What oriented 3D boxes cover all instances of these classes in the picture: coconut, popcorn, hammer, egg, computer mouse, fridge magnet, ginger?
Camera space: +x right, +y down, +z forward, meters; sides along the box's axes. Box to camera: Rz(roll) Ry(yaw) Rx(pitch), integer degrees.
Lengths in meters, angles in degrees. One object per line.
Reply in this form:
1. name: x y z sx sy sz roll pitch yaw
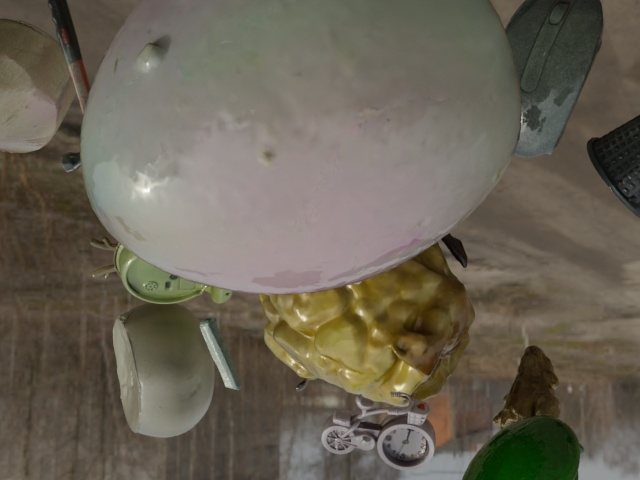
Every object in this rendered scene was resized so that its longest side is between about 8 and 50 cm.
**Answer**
1. coconut: -0.534 -0.252 1.404 0.224 0.234 0.224 14 149 9
2. popcorn: 0.086 0.080 1.287 0.348 0.382 0.349 25 172 4
3. hammer: -0.333 -0.244 1.123 0.111 0.288 0.033 -17 -175 0
4. egg: -0.049 -0.100 0.761 0.339 0.355 0.354 -36 -172 -25
5. computer mouse: 0.470 -0.359 1.745 0.203 0.374 0.114 19 -171 32
6. fridge magnet: 0.284 0.340 1.185 0.088 0.208 0.208 46 155 -15
7. ginger: 0.354 0.270 1.408 0.081 0.115 0.205 26 -154 1

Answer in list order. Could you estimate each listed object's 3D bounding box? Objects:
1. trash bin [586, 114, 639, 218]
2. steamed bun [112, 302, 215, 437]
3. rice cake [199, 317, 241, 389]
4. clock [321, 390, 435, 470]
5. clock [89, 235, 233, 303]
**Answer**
1. trash bin: 0.533 -0.135 1.282 0.175 0.176 0.161 9 140 -45
2. steamed bun: -0.363 0.301 1.968 0.206 0.325 0.324 -9 176 -24
3. rice cake: -0.214 0.246 1.776 0.033 0.171 0.029 -17 -168 28
4. clock: 0.066 0.212 0.933 0.129 0.087 0.041 5 -155 7
5. clock: -0.331 0.042 1.768 0.307 0.096 0.235 -2 138 -14
